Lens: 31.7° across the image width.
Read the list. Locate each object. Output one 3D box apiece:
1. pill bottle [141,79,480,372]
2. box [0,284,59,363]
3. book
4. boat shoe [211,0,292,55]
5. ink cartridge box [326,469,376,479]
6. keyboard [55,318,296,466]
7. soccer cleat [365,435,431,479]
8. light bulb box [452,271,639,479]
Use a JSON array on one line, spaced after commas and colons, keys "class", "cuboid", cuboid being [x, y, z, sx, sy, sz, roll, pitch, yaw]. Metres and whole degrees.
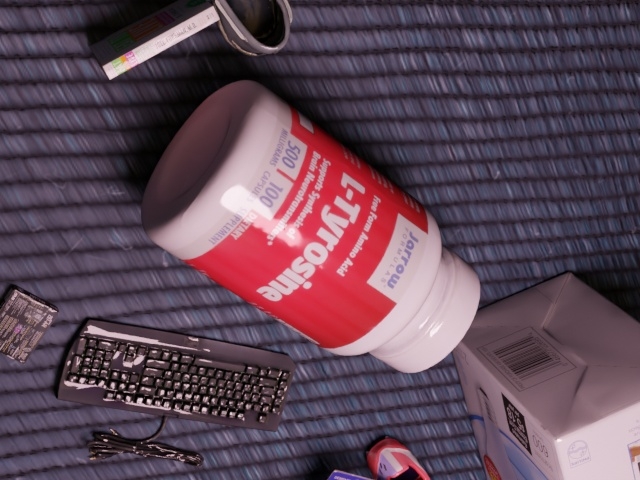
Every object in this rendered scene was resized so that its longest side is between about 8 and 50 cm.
[{"class": "pill bottle", "cuboid": [0.000, 0.000, 1.409, 0.408, 0.229, 0.229, 34, 96, -27]}, {"class": "box", "cuboid": [-0.383, 0.107, 1.428, 0.067, 0.018, 0.083, 32, 97, -27]}, {"class": "book", "cuboid": [-0.195, -0.239, 1.322, 0.144, 0.096, 0.035, -31, 116, -7]}, {"class": "boat shoe", "cuboid": [-0.105, -0.364, 1.306, 0.116, 0.099, 0.319, -23, 116, -10]}, {"class": "ink cartridge box", "cuboid": [0.008, 0.497, 1.641, 0.176, 0.069, 0.371, 20, 115, -24]}, {"class": "keyboard", "cuboid": [-0.201, 0.224, 1.531, 0.317, 0.033, 0.201, 13, 105, -23]}, {"class": "soccer cleat", "cuboid": [0.153, 0.394, 1.686, 0.083, 0.095, 0.248, -37, 117, -3]}, {"class": "light bulb box", "cuboid": [0.376, 0.295, 1.582, 0.225, 0.358, 0.361, -21, 114, -9]}]
